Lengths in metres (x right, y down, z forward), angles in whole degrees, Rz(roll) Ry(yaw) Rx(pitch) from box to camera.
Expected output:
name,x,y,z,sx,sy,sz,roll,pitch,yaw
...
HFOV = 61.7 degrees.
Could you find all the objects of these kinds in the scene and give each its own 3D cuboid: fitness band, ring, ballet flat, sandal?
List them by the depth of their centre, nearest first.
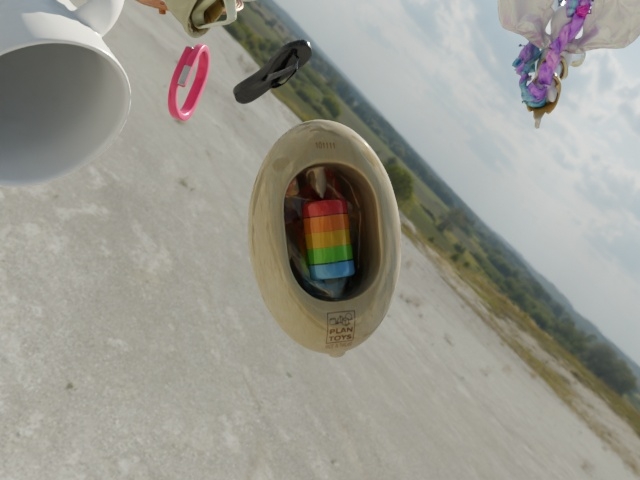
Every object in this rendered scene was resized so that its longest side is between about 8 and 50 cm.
name,x,y,z,sx,sy,sz,roll,pitch,yaw
ballet flat,-0.107,-0.318,0.656,0.086,0.086,0.248,39,-29,-31
sandal,-0.120,-0.438,1.434,0.097,0.254,0.054,10,52,-60
ring,-0.406,-0.732,1.643,0.336,0.032,0.337,6,35,-4
fitness band,-0.473,-0.573,1.938,0.054,0.291,0.209,18,-18,1

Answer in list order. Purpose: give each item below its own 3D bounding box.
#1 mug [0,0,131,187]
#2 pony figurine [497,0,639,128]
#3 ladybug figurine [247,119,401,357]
name,x,y,z,sx,sy,sz,roll,pitch,yaw
mug,-0.461,-0.324,0.819,0.328,0.374,0.276,50,5,17
pony figurine,0.545,-0.468,1.181,0.302,0.351,0.363,19,45,21
ladybug figurine,0.000,0.000,1.043,0.305,0.449,0.162,-2,-1,-21
